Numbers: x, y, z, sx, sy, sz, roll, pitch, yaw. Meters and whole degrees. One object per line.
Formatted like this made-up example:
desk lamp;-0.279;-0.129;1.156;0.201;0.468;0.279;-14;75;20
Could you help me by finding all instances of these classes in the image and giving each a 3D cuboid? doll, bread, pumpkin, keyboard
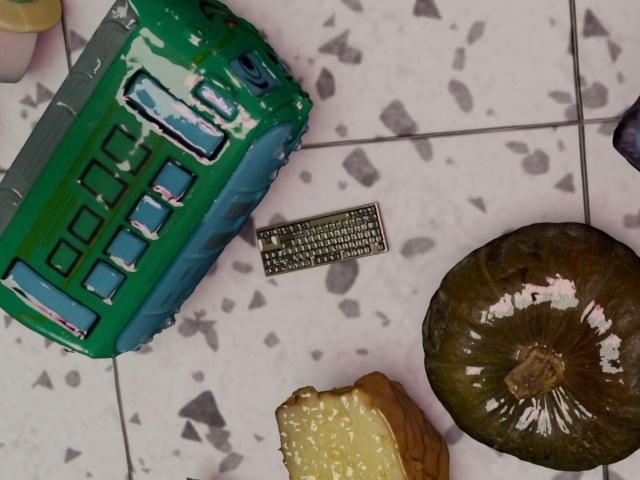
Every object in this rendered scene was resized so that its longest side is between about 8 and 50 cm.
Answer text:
doll;-0.349;-0.165;1.056;0.208;0.144;0.271;9;101;38
bread;0.048;0.228;0.987;0.143;0.139;0.229;-8;98;22
pumpkin;0.188;0.089;0.901;0.219;0.162;0.219;6;107;19
keyboard;0.000;0.000;1.022;0.129;0.015;0.049;-12;97;21

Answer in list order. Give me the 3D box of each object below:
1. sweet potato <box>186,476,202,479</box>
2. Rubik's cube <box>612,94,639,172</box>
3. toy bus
sweet potato;-0.073;0.322;1.093;0.206;0.060;0.068;54;149;1
Rubik's cube;0.434;-0.097;0.681;0.344;0.344;0.337;41;110;6
toy bus;-0.160;-0.060;0.975;0.199;0.183;0.343;39;111;4
